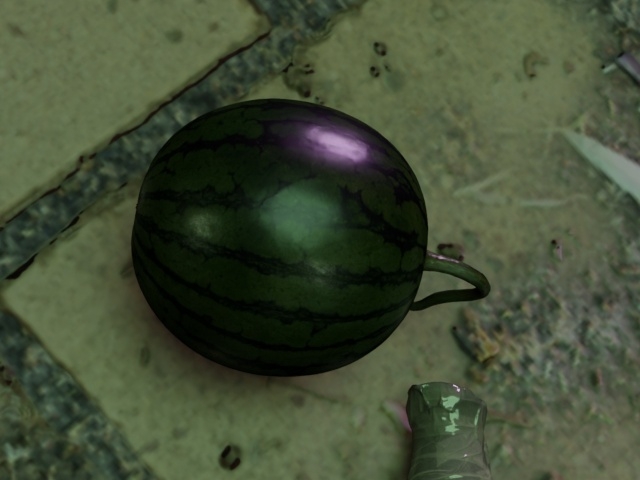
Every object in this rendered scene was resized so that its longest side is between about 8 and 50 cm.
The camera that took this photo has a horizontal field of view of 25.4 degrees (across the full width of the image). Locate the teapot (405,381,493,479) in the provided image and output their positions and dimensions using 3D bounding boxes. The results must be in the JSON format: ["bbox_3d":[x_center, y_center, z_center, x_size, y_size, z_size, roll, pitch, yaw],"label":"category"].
[{"bbox_3d":[0.069,0.118,0.742,0.067,0.057,0.083,23,59,-47],"label":"teapot"}]

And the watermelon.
[{"bbox_3d":[0.000,0.000,0.712,0.187,0.141,0.141,7,72,-10],"label":"watermelon"}]
